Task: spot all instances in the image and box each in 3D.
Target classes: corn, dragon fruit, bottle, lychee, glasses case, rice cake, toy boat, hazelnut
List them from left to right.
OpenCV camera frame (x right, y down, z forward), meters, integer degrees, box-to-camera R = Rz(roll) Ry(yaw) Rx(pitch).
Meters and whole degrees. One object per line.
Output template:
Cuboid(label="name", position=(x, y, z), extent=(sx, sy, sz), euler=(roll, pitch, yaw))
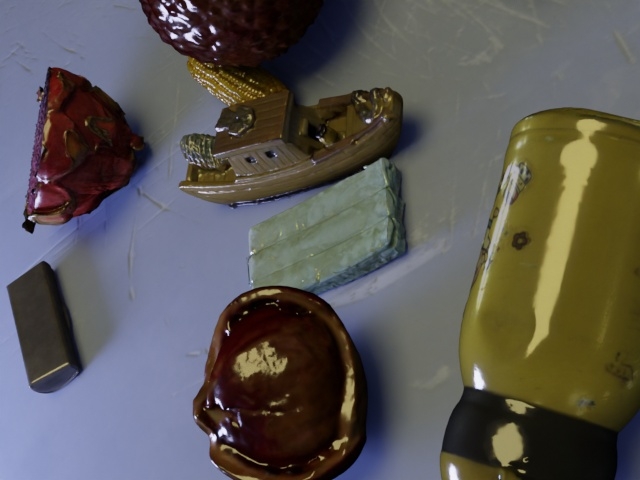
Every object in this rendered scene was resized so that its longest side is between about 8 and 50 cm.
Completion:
Cuboid(label="glasses case", position=(-0.382, 0.119, 1.414), extent=(0.072, 0.042, 0.190), euler=(-37, 51, 13))
Cuboid(label="dragon fruit", position=(-0.324, -0.121, 1.426), extent=(0.218, 0.148, 0.223), euler=(158, 117, -67))
Cuboid(label="lychee", position=(-0.109, -0.342, 1.222), extent=(0.261, 0.261, 0.260), euler=(-17, 61, 33))
Cuboid(label="corn", position=(-0.106, -0.203, 1.312), extent=(0.068, 0.068, 0.207), euler=(-55, 48, 6))
Cuboid(label="toy boat", position=(-0.044, -0.116, 1.189), extent=(0.321, 0.121, 0.089), euler=(-12, 58, 36))
Cuboid(label="hazelnut", position=(-0.033, 0.154, 1.031), extent=(0.170, 0.160, 0.201), euler=(-32, 48, 23))
Cuboid(label="rice cake", position=(0.000, 0.000, 1.154), extent=(0.211, 0.038, 0.124), euler=(-21, 58, 32))
Cuboid(label="bottle", position=(0.199, 0.078, 0.866), extent=(0.172, 0.172, 0.351), euler=(11, 79, 42))
